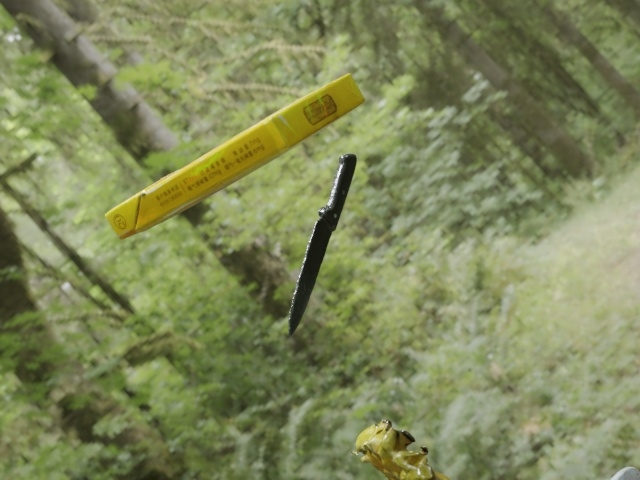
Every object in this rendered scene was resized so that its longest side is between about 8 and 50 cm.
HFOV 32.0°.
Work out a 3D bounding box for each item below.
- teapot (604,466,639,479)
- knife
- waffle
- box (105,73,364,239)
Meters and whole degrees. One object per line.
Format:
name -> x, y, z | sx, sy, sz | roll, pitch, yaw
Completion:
teapot -> 0.260, 0.265, 0.801 | 0.424, 0.280, 0.252 | 25, -95, -57
knife -> 0.000, 0.000, 0.908 | 0.010, 0.023, 0.170 | -7, 57, 46
waffle -> 0.139, 0.309, 1.355 | 0.060, 0.280, 0.262 | -43, -45, -12
box -> -0.092, -0.084, 1.168 | 0.269, 0.043, 0.152 | -26, 6, 41
